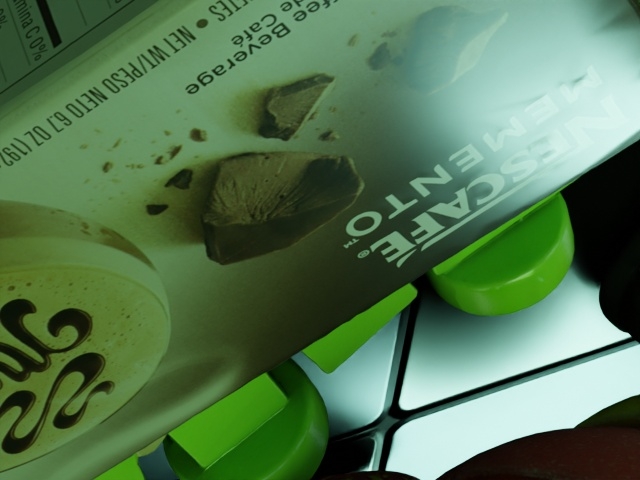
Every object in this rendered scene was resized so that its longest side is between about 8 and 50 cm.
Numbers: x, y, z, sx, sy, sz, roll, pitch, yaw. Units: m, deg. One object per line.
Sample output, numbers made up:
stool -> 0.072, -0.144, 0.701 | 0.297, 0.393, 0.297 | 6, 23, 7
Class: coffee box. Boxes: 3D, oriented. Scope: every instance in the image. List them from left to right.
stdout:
coffee box -> -0.062, -0.037, 0.456 | 0.297, 0.119, 0.168 | -32, 146, 12

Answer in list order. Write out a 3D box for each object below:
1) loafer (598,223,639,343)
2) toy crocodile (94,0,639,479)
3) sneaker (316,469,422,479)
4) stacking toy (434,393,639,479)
loafer -> 0.220, -0.020, 0.740 | 0.080, 0.078, 0.220 | -2, 133, -34
toy crocodile -> 0.000, 0.000, 0.601 | 0.340, 0.105, 0.115 | -37, 143, -2
sneaker -> -0.017, 0.169, 0.809 | 0.175, 0.064, 0.067 | -20, 167, -17
stacking toy -> 0.178, 0.191, 0.757 | 0.480, 0.350, 0.350 | -32, 150, -43
